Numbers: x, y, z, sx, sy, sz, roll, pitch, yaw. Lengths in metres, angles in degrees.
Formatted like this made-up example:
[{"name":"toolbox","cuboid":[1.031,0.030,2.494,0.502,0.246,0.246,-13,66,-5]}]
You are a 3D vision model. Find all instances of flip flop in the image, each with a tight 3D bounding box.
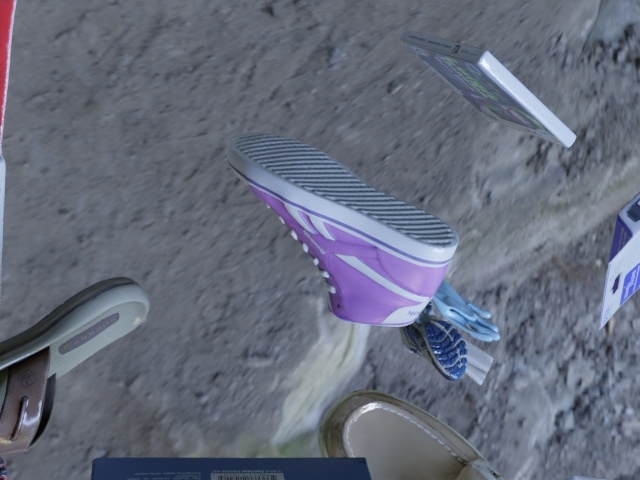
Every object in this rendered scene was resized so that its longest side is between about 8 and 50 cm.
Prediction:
[{"name":"flip flop","cuboid":[-0.257,0.135,1.176,0.277,0.112,0.080,-34,75,-20]}]

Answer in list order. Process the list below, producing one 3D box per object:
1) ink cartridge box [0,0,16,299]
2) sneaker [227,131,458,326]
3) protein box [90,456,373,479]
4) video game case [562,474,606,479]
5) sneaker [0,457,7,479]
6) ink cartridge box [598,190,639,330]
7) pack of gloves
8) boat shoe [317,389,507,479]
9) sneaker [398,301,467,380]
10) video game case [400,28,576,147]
[{"name":"ink cartridge box","cuboid":[-0.392,-0.083,1.064,0.296,0.066,0.261,11,107,15]},{"name":"sneaker","cuboid":[0.000,0.001,1.513,0.282,0.102,0.161,32,125,13]},{"name":"protein box","cuboid":[-0.056,0.248,0.884,0.200,0.201,0.136,1,109,-7]},{"name":"video game case","cuboid":[0.327,0.337,1.406,0.023,0.183,0.201,-34,69,13]},{"name":"sneaker","cuboid":[-0.511,0.289,1.684,0.225,0.093,0.088,16,69,-14]},{"name":"ink cartridge box","cuboid":[0.414,-0.005,1.711,0.208,0.206,0.045,-43,65,-15]},{"name":"pack of gloves","cuboid":[0.136,0.096,1.837,0.232,0.195,0.046,38,115,2]},{"name":"boat shoe","cuboid":[0.125,0.234,1.088,0.302,0.098,0.109,46,76,-1]},{"name":"sneaker","cuboid":[0.130,0.119,1.643,0.135,0.052,0.058,58,143,24]},{"name":"video game case","cuboid":[0.208,-0.190,1.678,0.190,0.173,0.022,37,86,-34]}]
